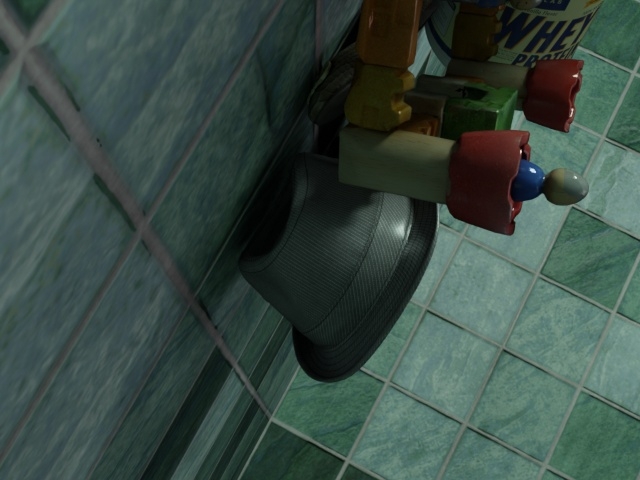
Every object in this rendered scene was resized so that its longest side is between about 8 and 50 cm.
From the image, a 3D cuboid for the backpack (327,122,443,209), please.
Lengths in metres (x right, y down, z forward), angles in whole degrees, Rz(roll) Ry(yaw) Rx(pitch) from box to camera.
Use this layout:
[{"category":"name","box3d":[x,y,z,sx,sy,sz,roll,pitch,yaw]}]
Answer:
[{"category":"backpack","box3d":[0.075,-0.071,1.109,0.165,0.144,0.188,-68,-155,14]}]

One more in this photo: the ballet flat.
[{"category":"ballet flat","box3d":[0.047,-0.199,0.903,0.250,0.058,0.084,-50,-177,-39]}]

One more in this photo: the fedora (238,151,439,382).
[{"category":"fedora","box3d":[0.000,0.000,0.873,0.243,0.124,0.275,-57,-165,18]}]

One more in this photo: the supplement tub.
[{"category":"supplement tub","box3d":[0.292,-0.388,1.214,0.235,0.235,0.325,-59,172,-31]}]

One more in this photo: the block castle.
[{"category":"block castle","box3d":[0.193,-0.216,0.828,0.453,0.213,0.302,-41,140,-60]}]
